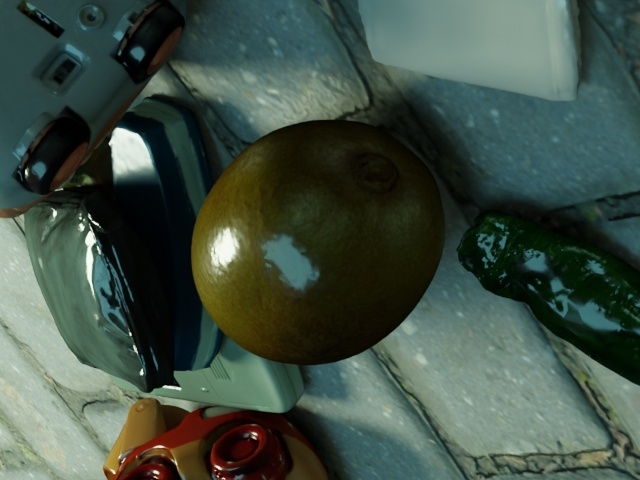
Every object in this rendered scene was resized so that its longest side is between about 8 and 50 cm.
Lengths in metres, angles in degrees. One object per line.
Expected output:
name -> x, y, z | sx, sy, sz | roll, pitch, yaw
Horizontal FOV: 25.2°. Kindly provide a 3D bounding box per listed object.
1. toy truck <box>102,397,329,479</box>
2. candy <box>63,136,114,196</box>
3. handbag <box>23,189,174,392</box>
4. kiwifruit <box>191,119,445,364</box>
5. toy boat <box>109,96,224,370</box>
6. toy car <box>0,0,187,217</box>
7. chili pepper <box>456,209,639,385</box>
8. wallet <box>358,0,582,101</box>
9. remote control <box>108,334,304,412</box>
toy truck -> -0.122, 0.262, 1.606 | 0.265, 0.239, 0.189 | -19, 122, 8
candy -> -0.282, -0.134, 1.388 | 0.143, 0.101, 0.271 | 13, 144, 50
handbag -> -0.221, 0.044, 1.394 | 0.332, 0.075, 0.192 | 5, 114, 69
kiwifruit -> 0.000, 0.000, 1.161 | 0.196, 0.196, 0.234 | 44, 143, -1
toy boat -> -0.144, 0.009, 1.382 | 0.096, 0.062, 0.299 | 20, 128, 37
toy car -> -0.241, -0.142, 1.214 | 0.180, 0.270, 0.212 | 36, 165, 2
chili pepper -> 0.210, 0.049, 1.113 | 0.224, 0.061, 0.098 | 34, 138, 17
wallet -> 0.102, -0.165, 1.016 | 0.183, 0.032, 0.124 | 15, 137, 33
remote control -> -0.146, 0.114, 1.552 | 0.296, 0.056, 0.140 | 1, 129, 44
